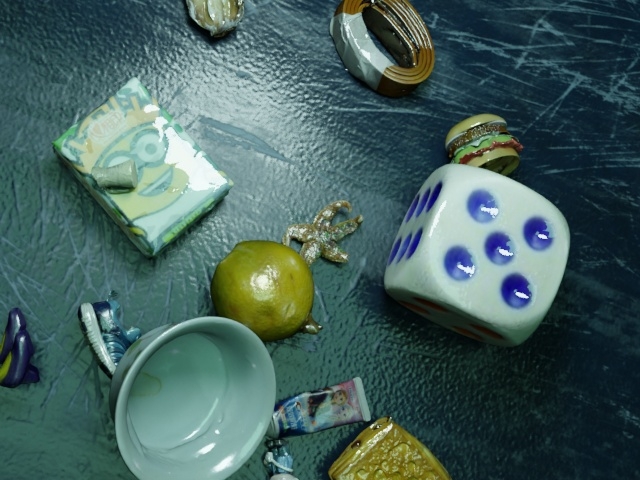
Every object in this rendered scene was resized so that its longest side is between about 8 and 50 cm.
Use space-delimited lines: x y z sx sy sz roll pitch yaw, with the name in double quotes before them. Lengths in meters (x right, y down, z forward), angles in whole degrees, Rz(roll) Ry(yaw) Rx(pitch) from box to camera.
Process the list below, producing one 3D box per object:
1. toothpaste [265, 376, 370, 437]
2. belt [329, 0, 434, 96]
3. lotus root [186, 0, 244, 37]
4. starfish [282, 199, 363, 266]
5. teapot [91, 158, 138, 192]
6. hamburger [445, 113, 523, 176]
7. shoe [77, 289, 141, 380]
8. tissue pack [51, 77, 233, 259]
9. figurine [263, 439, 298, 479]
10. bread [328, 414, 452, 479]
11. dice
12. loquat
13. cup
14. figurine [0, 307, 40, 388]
"toothpaste" -0.024 0.363 1.932 0.266 0.061 0.096 -11 82 -20
"belt" 0.139 -0.450 2.069 0.184 0.105 0.261 -42 94 -17
"lotus root" -0.232 -0.607 2.035 0.167 0.078 0.329 -9 84 10
"starfish" 0.000 0.002 2.003 0.150 0.053 0.209 33 80 8
"teapot" -0.404 -0.124 1.802 0.083 0.057 0.067 -5 120 -3
"hamburger" 0.358 -0.208 2.052 0.175 0.175 0.136 -14 68 -14
"shoe" -0.410 0.207 1.852 0.106 0.091 0.207 -23 91 -22
"tissue pack" -0.367 -0.146 1.898 0.228 0.128 0.311 -42 91 -13
"figurine" -0.077 0.485 1.897 0.079 0.077 0.136 24 56 -42
"bread" 0.145 0.504 1.920 0.210 0.099 0.235 -42 97 -13
"dice" 0.329 0.032 1.944 0.304 0.277 0.304 26 79 -8
"loquat" -0.101 0.117 1.871 0.246 0.213 0.213 37 75 5
"cup" -0.274 0.301 1.796 0.347 0.163 0.347 -9 105 -36
"figurine" -0.757 0.240 1.751 0.421 0.154 0.193 3 117 -19
